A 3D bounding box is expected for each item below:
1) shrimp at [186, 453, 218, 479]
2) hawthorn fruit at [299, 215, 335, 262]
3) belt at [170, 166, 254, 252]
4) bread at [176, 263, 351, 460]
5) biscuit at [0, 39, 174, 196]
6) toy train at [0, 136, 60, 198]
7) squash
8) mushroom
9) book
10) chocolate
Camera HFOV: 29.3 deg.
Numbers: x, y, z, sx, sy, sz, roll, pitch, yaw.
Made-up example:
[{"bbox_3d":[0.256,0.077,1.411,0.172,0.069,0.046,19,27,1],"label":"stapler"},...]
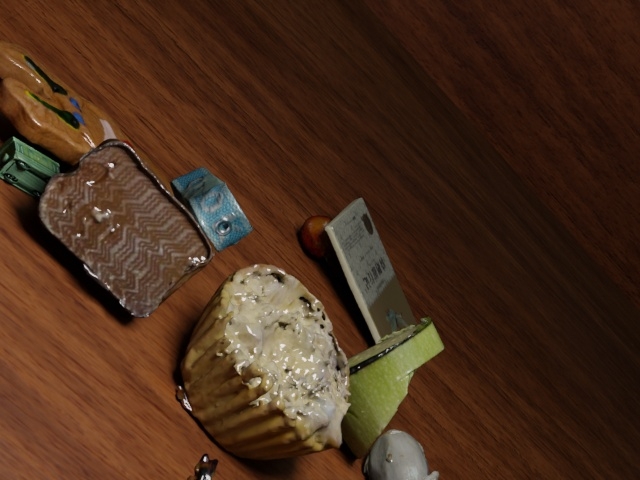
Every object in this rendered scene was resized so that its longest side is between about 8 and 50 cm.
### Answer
[{"bbox_3d":[-0.147,0.353,1.300,0.117,0.066,0.262,59,31,-29],"label":"shrimp"},{"bbox_3d":[-0.002,-0.005,2.122,0.077,0.077,0.077,43,24,-25],"label":"hawthorn fruit"},{"bbox_3d":[-0.155,-0.051,1.731,0.087,0.072,0.302,55,-4,-15],"label":"belt"},{"bbox_3d":[-0.069,0.166,1.622,0.274,0.149,0.274,46,27,-31],"label":"bread"},{"bbox_3d":[-0.316,-0.142,1.671,0.334,0.047,0.202,42,15,-37],"label":"biscuit"},{"bbox_3d":[-0.366,-0.088,1.545,0.093,0.038,0.056,33,23,-41],"label":"toy train"},{"bbox_3d":[0.101,0.207,1.811,0.133,0.220,0.220,54,21,4],"label":"squash"},{"bbox_3d":[0.132,0.399,1.770,0.099,0.096,0.278,-6,52,-13],"label":"mushroom"},{"bbox_3d":[0.102,0.089,2.159,0.310,0.021,0.217,66,20,-8],"label":"book"},{"bbox_3d":[-0.248,-0.019,1.536,0.214,0.148,0.093,51,-9,-16],"label":"chocolate"}]
